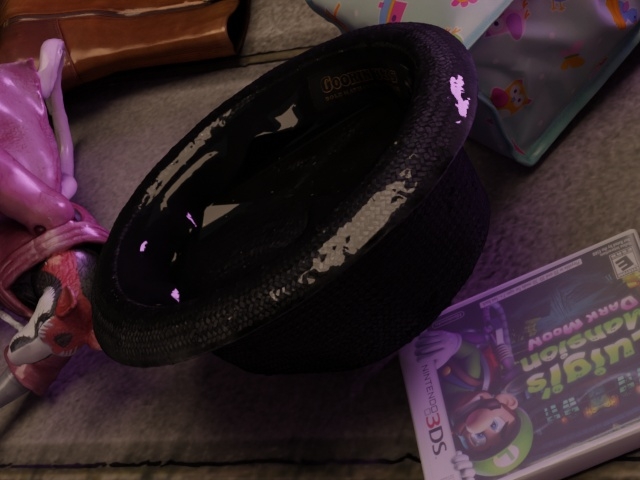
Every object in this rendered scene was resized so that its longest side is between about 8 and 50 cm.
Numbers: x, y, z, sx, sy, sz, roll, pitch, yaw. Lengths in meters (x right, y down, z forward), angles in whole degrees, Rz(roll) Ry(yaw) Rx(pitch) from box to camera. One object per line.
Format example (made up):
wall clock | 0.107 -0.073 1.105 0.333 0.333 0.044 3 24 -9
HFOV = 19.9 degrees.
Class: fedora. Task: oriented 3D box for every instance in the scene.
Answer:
fedora | 0.000 0.000 1.304 0.334 0.152 0.334 -31 30 21

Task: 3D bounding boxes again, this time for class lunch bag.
lunch bag | 0.156 -0.219 1.434 0.262 0.160 0.223 -48 41 -8

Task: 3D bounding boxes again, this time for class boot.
boot | -0.202 -0.239 1.747 0.280 0.096 0.264 -16 35 14

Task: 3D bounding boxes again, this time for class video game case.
video game case | 0.149 0.089 1.236 0.190 0.022 0.173 -24 41 12

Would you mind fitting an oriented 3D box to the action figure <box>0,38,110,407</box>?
action figure | -0.241 0.011 1.492 0.275 0.248 0.370 -22 32 -29
